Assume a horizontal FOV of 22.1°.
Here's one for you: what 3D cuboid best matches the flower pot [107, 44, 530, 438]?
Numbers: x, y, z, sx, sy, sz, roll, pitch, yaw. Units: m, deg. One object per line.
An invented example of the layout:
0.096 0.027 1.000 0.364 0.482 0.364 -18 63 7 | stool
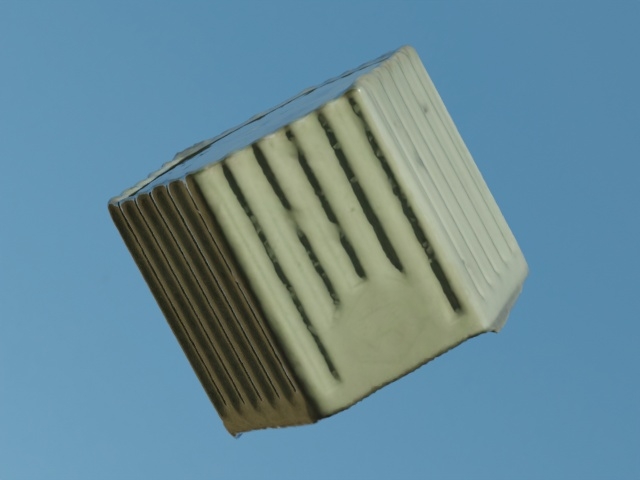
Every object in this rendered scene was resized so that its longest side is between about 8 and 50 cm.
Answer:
0.000 0.000 1.116 0.189 0.239 0.209 61 -3 -8 | flower pot
